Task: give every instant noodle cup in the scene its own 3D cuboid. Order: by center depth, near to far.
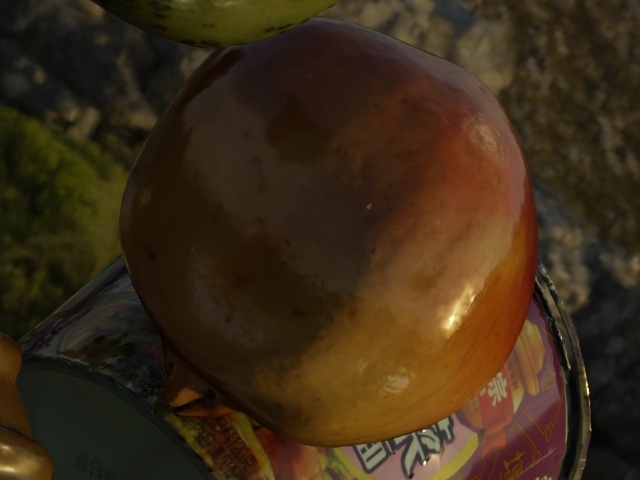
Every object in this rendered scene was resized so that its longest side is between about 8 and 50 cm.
[{"bbox_3d":[-0.045,0.119,0.998,0.340,0.340,0.266,37,45,21],"label":"instant noodle cup"}]

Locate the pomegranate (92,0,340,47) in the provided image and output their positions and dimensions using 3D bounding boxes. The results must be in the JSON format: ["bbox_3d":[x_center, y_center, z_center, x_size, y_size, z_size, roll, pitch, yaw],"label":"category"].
[{"bbox_3d":[-0.032,-0.150,0.562,0.138,0.163,0.125,11,-10,-7],"label":"pomegranate"}]

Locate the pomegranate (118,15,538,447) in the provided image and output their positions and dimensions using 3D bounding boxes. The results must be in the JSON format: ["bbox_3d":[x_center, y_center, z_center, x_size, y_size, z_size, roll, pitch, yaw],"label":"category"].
[{"bbox_3d":[0.003,-0.005,0.760,0.209,0.209,0.209,26,20,-10],"label":"pomegranate"}]

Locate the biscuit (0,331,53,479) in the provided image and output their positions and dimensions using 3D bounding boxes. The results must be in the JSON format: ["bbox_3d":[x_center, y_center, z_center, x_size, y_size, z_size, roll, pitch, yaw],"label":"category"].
[{"bbox_3d":[-0.246,0.049,0.654,0.366,0.115,0.268,53,25,-19],"label":"biscuit"}]
